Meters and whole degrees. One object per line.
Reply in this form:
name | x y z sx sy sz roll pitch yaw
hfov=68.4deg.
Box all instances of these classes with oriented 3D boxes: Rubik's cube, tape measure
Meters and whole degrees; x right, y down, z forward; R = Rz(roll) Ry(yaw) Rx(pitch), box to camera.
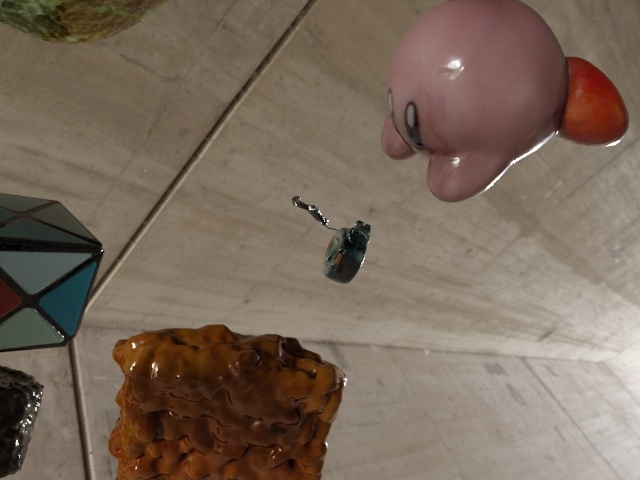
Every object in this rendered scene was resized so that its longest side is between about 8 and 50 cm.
Rubik's cube | -0.625 0.056 0.943 0.246 0.250 0.248 32 -164 32
tape measure | -0.003 0.000 0.798 0.180 0.107 0.104 26 169 -28

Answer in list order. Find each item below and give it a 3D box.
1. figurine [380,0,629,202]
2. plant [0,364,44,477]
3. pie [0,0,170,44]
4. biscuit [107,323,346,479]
figurine | 0.208 -0.209 0.611 0.269 0.261 0.211 58 173 47
plant | -0.711 0.409 0.932 0.213 0.312 0.215 31 165 -40
pie | -0.295 -0.354 0.640 0.105 0.274 0.257 63 -155 -14
biscuit | -0.134 0.268 0.664 0.318 0.312 0.110 8 -159 -14
